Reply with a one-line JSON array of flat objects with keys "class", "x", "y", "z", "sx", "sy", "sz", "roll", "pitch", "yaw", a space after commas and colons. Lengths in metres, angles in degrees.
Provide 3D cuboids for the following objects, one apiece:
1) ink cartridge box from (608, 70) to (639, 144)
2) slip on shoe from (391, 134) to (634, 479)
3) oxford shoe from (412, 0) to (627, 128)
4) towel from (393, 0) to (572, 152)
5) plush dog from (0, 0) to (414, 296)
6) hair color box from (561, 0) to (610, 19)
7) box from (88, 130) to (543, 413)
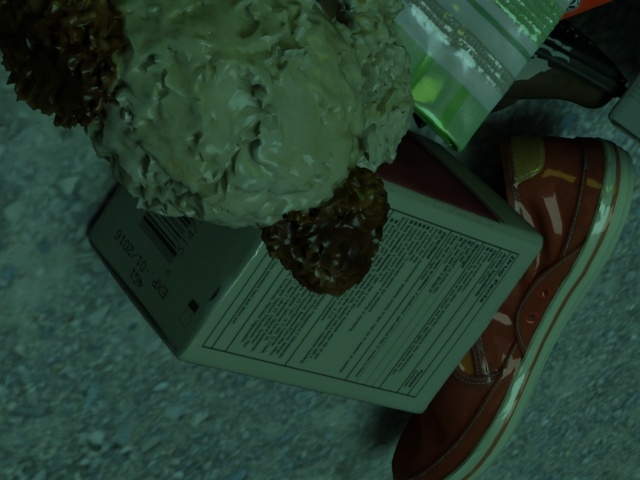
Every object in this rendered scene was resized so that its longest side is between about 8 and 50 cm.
[{"class": "ink cartridge box", "x": 0.296, "y": -0.165, "z": 1.181, "sx": 0.224, "sy": 0.045, "sz": 0.223, "roll": -58, "pitch": 165, "yaw": 18}, {"class": "slip on shoe", "x": 0.115, "y": 0.057, "z": 1.268, "sx": 0.101, "sy": 0.123, "sz": 0.331, "roll": 16, "pitch": 124, "yaw": -11}, {"class": "oxford shoe", "x": 0.097, "y": -0.114, "z": 1.111, "sx": 0.227, "sy": 0.083, "sz": 0.096, "roll": 13, "pitch": 119, "yaw": -32}, {"class": "towel", "x": 0.091, "y": -0.142, "z": 1.017, "sx": 0.113, "sy": 0.023, "sz": 0.152, "roll": 39, "pitch": 83, "yaw": -25}, {"class": "plush dog", "x": -0.034, "y": -0.100, "z": 0.810, "sx": 0.262, "sy": 0.225, "sz": 0.210, "roll": 32, "pitch": 136, "yaw": -22}, {"class": "hair color box", "x": 0.186, "y": -0.194, "z": 1.114, "sx": 0.141, "sy": 0.072, "sz": 0.043, "roll": -23, "pitch": 137, "yaw": -23}, {"class": "box", "x": 0.000, "y": 0.000, "z": 1.090, "sx": 0.232, "sy": 0.127, "sz": 0.149, "roll": 18, "pitch": 112, "yaw": -47}]
